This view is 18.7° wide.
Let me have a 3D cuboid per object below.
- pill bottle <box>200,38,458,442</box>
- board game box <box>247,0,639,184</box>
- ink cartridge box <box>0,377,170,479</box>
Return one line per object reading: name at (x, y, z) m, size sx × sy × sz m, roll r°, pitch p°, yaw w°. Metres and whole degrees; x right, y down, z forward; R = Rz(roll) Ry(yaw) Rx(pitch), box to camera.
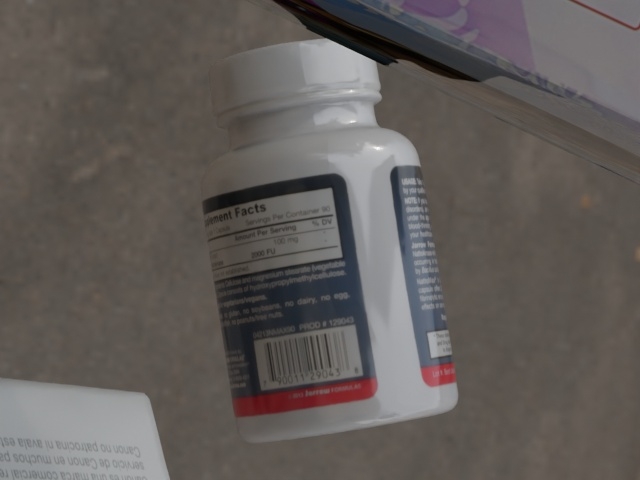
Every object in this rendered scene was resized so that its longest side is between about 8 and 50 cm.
pill bottle at (0.000, 0.000, 0.924) m, size 0.108 × 0.108 × 0.180 m, roll -1°, pitch 81°, yaw -66°
board game box at (0.046, -0.078, 0.569) m, size 0.319 × 0.318 × 0.066 m, roll -56°, pitch 171°, yaw -86°
ink cartridge box at (-0.149, 0.247, 0.661) m, size 0.279 × 0.160 × 0.385 m, roll 16°, pitch 52°, yaw -57°
